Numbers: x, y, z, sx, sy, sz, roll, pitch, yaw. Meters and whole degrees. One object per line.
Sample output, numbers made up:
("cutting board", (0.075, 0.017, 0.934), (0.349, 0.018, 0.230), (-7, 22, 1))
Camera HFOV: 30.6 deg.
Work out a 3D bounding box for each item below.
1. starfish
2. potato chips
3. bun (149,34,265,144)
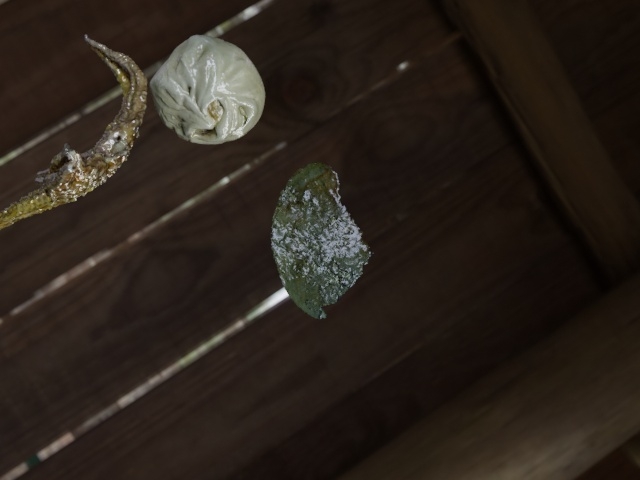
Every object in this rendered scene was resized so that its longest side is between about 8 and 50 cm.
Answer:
("starfish", (-0.348, -0.112, 1.540), (0.132, 0.384, 0.398), (48, 36, -24))
("potato chips", (0.000, 0.000, 1.534), (0.142, 0.209, 0.026), (11, -15, 11))
("bun", (-0.216, -0.279, 2.278), (0.231, 0.231, 0.133), (63, 1, -28))
